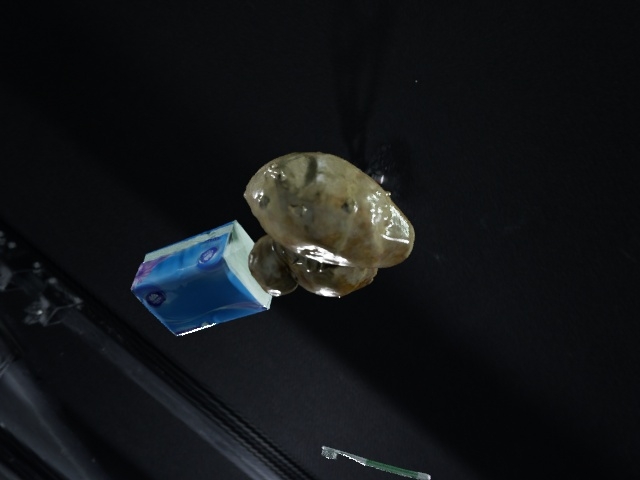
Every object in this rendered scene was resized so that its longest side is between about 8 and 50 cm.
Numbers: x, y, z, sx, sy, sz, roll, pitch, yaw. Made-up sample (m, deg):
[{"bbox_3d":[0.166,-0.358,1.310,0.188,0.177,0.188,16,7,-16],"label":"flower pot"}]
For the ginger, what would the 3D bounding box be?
[{"bbox_3d":[0.000,0.000,0.862,0.245,0.155,0.304,9,-33,-7],"label":"ginger"}]

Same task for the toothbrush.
[{"bbox_3d":[0.126,0.520,1.331,0.257,0.018,0.024,9,-115,13],"label":"toothbrush"}]

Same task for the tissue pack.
[{"bbox_3d":[-0.266,0.096,1.332,0.263,0.146,0.198,-17,-52,22],"label":"tissue pack"}]
